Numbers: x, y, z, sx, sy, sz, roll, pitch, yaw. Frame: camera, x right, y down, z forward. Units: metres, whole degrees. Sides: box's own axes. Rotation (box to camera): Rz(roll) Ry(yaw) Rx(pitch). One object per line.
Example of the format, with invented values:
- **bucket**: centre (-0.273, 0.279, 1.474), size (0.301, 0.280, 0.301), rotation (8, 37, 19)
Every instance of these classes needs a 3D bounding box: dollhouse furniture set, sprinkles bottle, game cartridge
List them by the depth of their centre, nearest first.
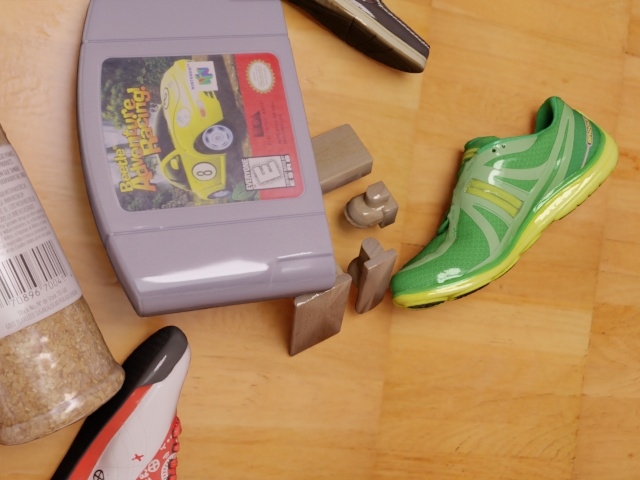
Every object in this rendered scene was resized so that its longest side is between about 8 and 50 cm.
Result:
- **sprinkles bottle**: centre (-0.285, -0.014, 0.687), size (0.121, 0.121, 0.355), rotation (-26, 101, -17)
- **game cartridge**: centre (-0.107, -0.087, 0.734), size (0.196, 0.060, 0.294), rotation (-8, 74, -15)
- **dollhouse furniture set**: centre (0.000, 0.000, 0.840), size (0.144, 0.123, 0.151), rotation (-25, 65, -17)

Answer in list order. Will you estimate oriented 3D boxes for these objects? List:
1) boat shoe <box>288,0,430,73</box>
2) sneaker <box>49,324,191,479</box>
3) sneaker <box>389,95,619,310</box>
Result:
- **boat shoe**: centre (0.020, -0.243, 0.809), size (0.224, 0.080, 0.073), rotation (31, 86, -13)
- **sneaker**: centre (-0.155, 0.219, 0.763), size (0.145, 0.090, 0.270), rotation (34, 85, -19)
- **sneaker**: centre (0.171, -0.037, 0.871), size (0.295, 0.109, 0.123), rotation (-40, 89, -16)
